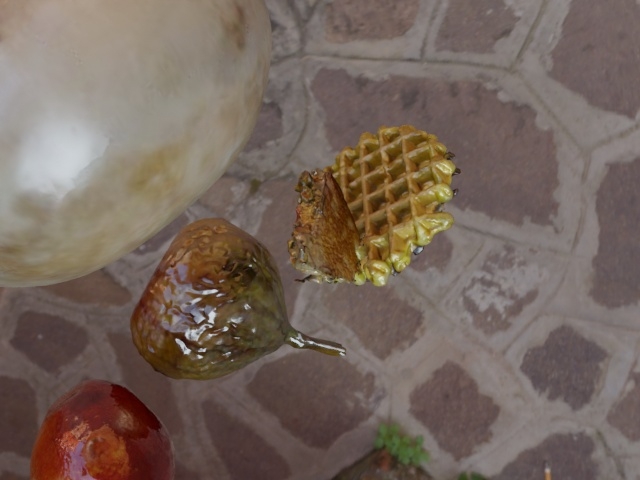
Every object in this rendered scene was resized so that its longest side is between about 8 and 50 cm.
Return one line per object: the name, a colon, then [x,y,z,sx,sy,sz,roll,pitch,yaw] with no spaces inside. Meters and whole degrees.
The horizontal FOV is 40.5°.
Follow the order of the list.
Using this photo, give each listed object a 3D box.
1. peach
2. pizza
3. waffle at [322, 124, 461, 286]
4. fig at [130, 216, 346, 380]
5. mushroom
peach: [-0.307,0.310,1.230,0.200,0.243,0.243,-2,114,-22]
pizza: [0.000,0.000,1.247,0.069,0.226,0.147,-18,129,23]
waffle: [0.085,-0.066,1.434,0.329,0.329,0.062,-30,136,27]
fig: [-0.121,0.125,1.474,0.369,0.286,0.286,20,116,-5]
mushroom: [-0.190,-0.127,0.582,0.298,0.297,0.290,-32,102,27]
